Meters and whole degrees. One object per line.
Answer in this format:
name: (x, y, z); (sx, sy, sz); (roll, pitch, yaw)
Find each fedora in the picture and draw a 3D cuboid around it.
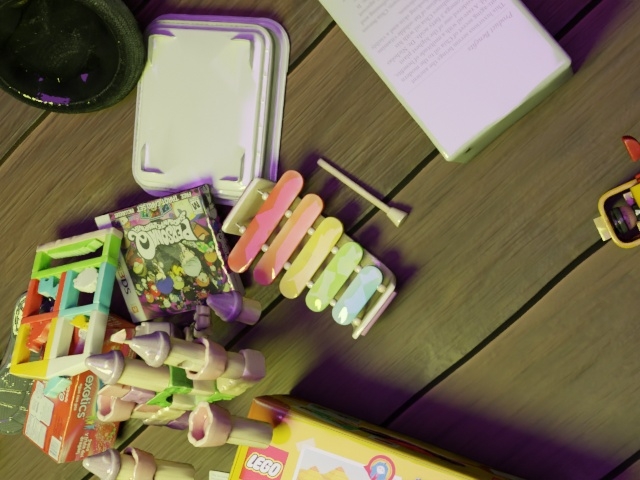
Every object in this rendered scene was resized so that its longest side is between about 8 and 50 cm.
fedora: (-0.453, -0.379, 1.536); (0.334, 0.334, 0.153); (-7, 51, 18)

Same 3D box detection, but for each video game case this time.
video game case: (-0.269, 0.026, 1.550); (0.232, 0.042, 0.210); (-13, 101, 24)

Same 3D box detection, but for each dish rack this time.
dish rack: (-0.208, -0.232, 1.530); (0.285, 0.072, 0.333); (7, 97, 17)

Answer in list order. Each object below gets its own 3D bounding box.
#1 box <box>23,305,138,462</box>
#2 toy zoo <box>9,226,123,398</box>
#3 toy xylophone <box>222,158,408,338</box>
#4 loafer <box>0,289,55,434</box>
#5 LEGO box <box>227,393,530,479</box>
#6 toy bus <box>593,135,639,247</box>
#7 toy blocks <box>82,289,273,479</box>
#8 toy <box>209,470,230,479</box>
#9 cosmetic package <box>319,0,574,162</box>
box: (-0.435, 0.258, 1.587); (0.128, 0.122, 0.257); (21, 100, 38)
toy zoo: (-0.446, 0.128, 1.511); (0.192, 0.030, 0.293); (-11, 60, 29)
toy xylophone: (0.000, 0.000, 1.469); (0.322, 0.081, 0.236); (30, 101, 14)
loafer: (-0.561, 0.224, 1.674); (0.109, 0.095, 0.303); (15, 104, -14)
LEGO box: (0.091, 0.502, 1.377); (0.500, 0.193, 0.373); (16, 87, 16)
toy bus: (0.454, -0.038, 1.266); (0.104, 0.191, 0.202); (-26, 129, 18)
toy blocks: (-0.264, 0.208, 1.375); (0.288, 0.260, 0.309); (-37, 47, 39)
toy: (-0.151, 0.547, 1.564); (0.136, 0.056, 0.237); (3, 94, 16)
cosmetic package: (0.160, -0.364, 1.352); (0.230, 0.161, 0.453); (-39, 81, 16)
